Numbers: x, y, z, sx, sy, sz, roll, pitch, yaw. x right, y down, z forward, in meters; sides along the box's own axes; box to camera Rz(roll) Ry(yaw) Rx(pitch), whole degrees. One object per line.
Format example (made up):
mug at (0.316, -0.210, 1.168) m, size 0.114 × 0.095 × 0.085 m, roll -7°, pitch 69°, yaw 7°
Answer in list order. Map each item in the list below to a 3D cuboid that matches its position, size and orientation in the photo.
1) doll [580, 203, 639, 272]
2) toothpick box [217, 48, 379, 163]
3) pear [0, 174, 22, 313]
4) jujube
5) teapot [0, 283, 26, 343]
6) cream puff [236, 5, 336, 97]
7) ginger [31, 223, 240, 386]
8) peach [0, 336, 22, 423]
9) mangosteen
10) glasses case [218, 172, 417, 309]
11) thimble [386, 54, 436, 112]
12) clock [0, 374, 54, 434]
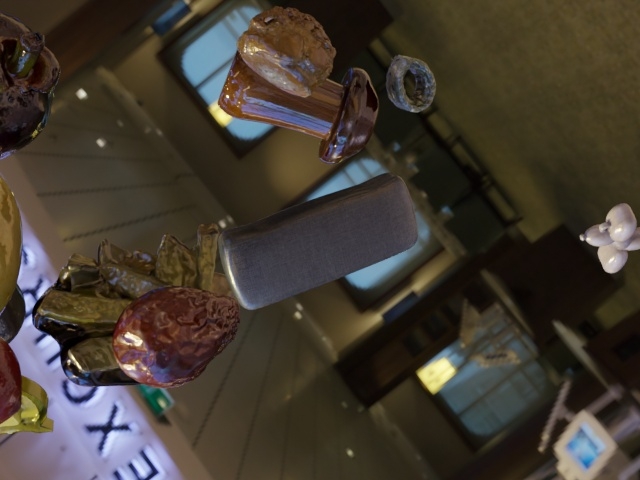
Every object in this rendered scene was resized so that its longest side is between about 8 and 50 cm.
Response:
doll at (0.513, -0.007, 1.618) m, size 0.160 × 0.161 × 0.059 m, roll 63°, pitch -166°, yaw -57°
toothpick box at (-0.036, -0.267, 1.841) m, size 0.294 × 0.192 × 0.192 m, roll 20°, pitch -172°, yaw -8°
pear at (-0.547, 0.004, 1.298) m, size 0.309 × 0.309 × 0.309 m, roll 52°, pitch -177°, yaw -3°
jujube at (-0.236, 0.156, 1.645) m, size 0.236 × 0.168 × 0.168 m, roll -17°, pitch -116°, yaw -50°
teapot at (-0.746, 0.065, 2.043) m, size 0.253 × 0.300 × 0.344 m, roll 24°, pitch 141°, yaw 7°
cream puff at (-0.043, -0.275, 1.387) m, size 0.144 × 0.103 × 0.126 m, roll 35°, pitch 168°, yaw -26°
ginger at (-0.364, 0.091, 1.945) m, size 0.358 × 0.211 × 0.413 m, roll 44°, pitch -143°, yaw 17°
peach at (-0.603, 0.240, 1.672) m, size 0.197 × 0.197 × 0.197 m, roll 52°, pitch -177°, yaw -3°
mangosteen at (-0.631, -0.296, 1.845) m, size 0.297 × 0.293 × 0.297 m, roll -1°, pitch -90°, yaw -85°
glasses case at (0.000, 0.000, 1.551) m, size 0.074 × 0.323 × 0.131 m, roll -143°, pitch 35°, yaw -64°
thimble at (0.170, -0.301, 1.850) m, size 0.110 × 0.084 × 0.062 m, roll 66°, pitch 166°, yaw -23°
clock at (-0.693, 0.318, 1.969) m, size 0.293 × 0.277 × 0.071 m, roll 93°, pitch 175°, yaw -58°
